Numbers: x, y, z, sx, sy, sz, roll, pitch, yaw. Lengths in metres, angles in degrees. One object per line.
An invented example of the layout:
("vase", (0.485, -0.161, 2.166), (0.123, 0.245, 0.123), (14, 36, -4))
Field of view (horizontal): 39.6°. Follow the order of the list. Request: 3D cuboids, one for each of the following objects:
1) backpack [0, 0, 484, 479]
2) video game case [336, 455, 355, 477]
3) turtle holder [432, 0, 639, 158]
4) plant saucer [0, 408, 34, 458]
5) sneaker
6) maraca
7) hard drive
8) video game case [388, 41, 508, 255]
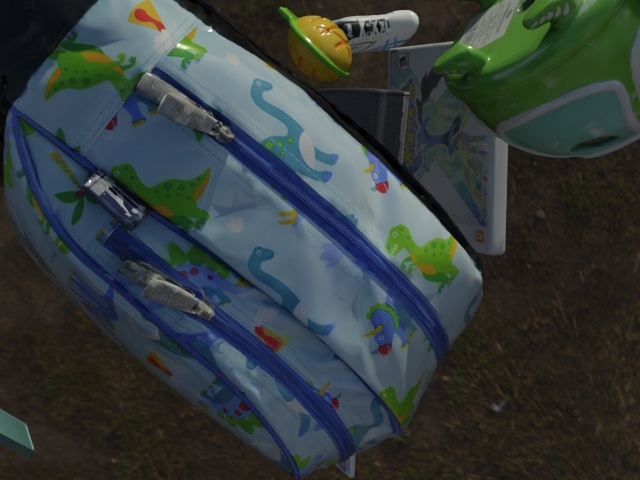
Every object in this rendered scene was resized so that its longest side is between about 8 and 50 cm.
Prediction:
("backpack", (-0.065, -0.009, 0.606), (0.355, 0.290, 0.273), (26, 73, -11))
("video game case", (0.029, 0.360, 1.595), (0.122, 0.011, 0.087), (24, 115, 61))
("turtle holder", (0.308, -0.232, 1.013), (0.320, 0.227, 0.243), (-38, 24, 23))
("plant saucer", (-0.523, 0.306, 1.465), (0.018, 0.192, 0.067), (-26, 62, -4))
("sneaker", (0.102, -0.461, 1.974), (0.237, 0.086, 0.085), (-7, 92, 20))
("maraca", (-0.011, -0.348, 1.563), (0.099, 0.127, 0.186), (-44, 53, 13))
("hard drive", (-0.029, -0.089, 0.996), (0.254, 0.054, 0.172), (-2, 73, 33))
("video game case", (0.201, -0.158, 1.466), (0.300, 0.036, 0.329), (16, 108, 61))
